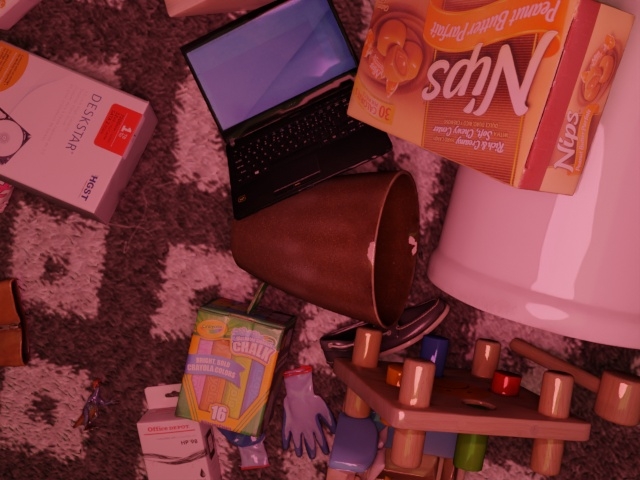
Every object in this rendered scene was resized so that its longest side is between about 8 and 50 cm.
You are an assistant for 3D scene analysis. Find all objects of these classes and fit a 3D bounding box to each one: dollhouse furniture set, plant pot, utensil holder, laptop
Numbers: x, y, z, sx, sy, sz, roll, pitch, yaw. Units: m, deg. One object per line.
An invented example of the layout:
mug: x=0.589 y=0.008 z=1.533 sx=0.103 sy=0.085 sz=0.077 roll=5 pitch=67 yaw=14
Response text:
dollhouse furniture set: x=0.104 y=0.391 z=1.067 sx=0.198 sy=0.303 sz=0.286 roll=8 pitch=102 yaw=6
plant pot: x=0.000 y=0.000 z=1.067 sx=0.231 sy=0.215 sz=0.215 roll=7 pitch=103 yaw=22
utensil holder: x=0.333 y=-0.102 z=0.930 sx=0.328 sy=0.327 sz=0.385 roll=13 pitch=102 yaw=4
laptop: x=-0.056 y=-0.198 z=1.049 sx=0.234 sy=0.264 sz=0.136 roll=-24 pitch=134 yaw=11

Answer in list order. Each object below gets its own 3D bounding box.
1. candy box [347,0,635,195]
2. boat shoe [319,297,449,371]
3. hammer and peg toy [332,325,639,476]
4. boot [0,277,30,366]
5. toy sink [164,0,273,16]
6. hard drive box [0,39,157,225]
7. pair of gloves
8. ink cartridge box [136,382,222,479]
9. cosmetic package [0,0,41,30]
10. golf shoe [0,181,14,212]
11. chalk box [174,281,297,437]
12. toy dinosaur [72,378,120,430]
candy box: x=0.163 y=-0.184 z=0.833 sx=0.088 sy=0.316 sz=0.182 roll=3 pitch=109 yaw=-33
boat shoe: x=0.092 y=0.131 z=1.133 sx=0.206 sy=0.075 sz=0.065 roll=-29 pitch=100 yaw=16
hammer and peg toy: x=0.217 y=0.207 z=0.993 sx=0.362 sy=0.266 sz=0.127 roll=8 pitch=93 yaw=-16
boot: x=-0.619 y=0.092 z=1.197 sx=0.281 sy=0.096 sz=0.264 roll=-7 pitch=100 yaw=7
toy sink: x=-0.136 y=-0.425 z=0.986 sx=0.131 sy=0.153 sz=0.234 roll=-3 pitch=104 yaw=47
hard drive box: x=-0.381 y=-0.153 z=1.091 sx=0.232 sy=0.089 sz=0.181 roll=22 pitch=79 yaw=1
pair of gloves: x=-0.076 y=0.284 z=1.210 sx=0.198 sy=0.023 sz=0.159 roll=-11 pitch=98 yaw=8
ink cartridge box: x=-0.228 y=0.325 z=1.215 sx=0.104 sy=0.060 sz=0.180 roll=-8 pitch=100 yaw=9
cosmetic package: x=-0.505 y=-0.432 z=1.094 sx=0.099 sy=0.060 sz=0.239 roll=-36 pitch=95 yaw=13
golf shoe: x=-0.506 y=-0.086 z=1.171 sx=0.186 sy=0.067 sz=0.086 roll=-31 pitch=137 yaw=1
chalk box: x=-0.118 y=0.160 z=1.124 sx=0.132 sy=0.132 sz=0.212 roll=13 pitch=92 yaw=6
toy dinosaur: x=-0.376 y=0.266 z=1.233 sx=0.090 sy=0.047 sz=0.082 roll=-5 pitch=83 yaw=18
